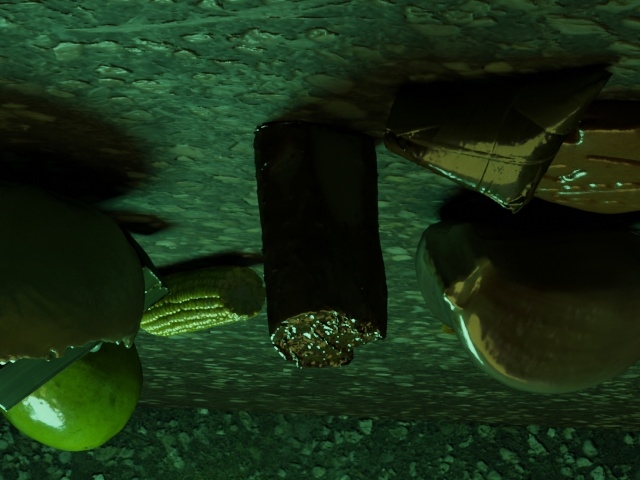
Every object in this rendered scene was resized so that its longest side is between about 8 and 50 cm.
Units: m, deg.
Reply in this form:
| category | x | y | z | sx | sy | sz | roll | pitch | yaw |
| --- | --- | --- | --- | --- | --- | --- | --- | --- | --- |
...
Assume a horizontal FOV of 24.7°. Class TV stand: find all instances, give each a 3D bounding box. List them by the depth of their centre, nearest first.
| category | x | y | z | sx | sy | sz | roll | pitch | yaw |
| --- | --- | --- | --- | --- | --- | --- | --- | --- | --- |
| TV stand | -0.337 | 0.100 | 1.921 | 0.269 | 0.088 | 0.083 | -36 | 142 | -2 |

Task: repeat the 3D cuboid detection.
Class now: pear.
| category | x | y | z | sx | sy | sz | roll | pitch | yaw |
| --- | --- | --- | --- | --- | --- | --- | --- | --- | --- |
| pear | -0.421 | 0.211 | 2.378 | 0.252 | 0.253 | 0.307 | -2 | 161 | 22 |

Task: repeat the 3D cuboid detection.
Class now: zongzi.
| category | x | y | z | sx | sy | sz | roll | pitch | yaw |
| --- | --- | --- | --- | --- | --- | --- | --- | --- | --- |
| zongzi | 0.151 | -0.118 | 1.317 | 0.160 | 0.078 | 0.176 | 19 | 139 | -8 |

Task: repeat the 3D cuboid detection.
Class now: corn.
| category | x | y | z | sx | sy | sz | roll | pitch | yaw |
| --- | --- | --- | --- | --- | --- | --- | --- | --- | --- |
| corn | -0.180 | 0.086 | 2.138 | 0.093 | 0.093 | 0.244 | 15 | 161 | -40 |

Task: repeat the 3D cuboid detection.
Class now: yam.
| category | x | y | z | sx | sy | sz | roll | pitch | yaw |
| --- | --- | --- | --- | --- | --- | --- | --- | --- | --- |
| yam | 0.000 | 0.001 | 1.481 | 0.129 | 0.238 | 0.128 | -5 | 159 | 6 |

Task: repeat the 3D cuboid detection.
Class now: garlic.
| category | x | y | z | sx | sy | sz | roll | pitch | yaw |
| --- | --- | --- | --- | --- | --- | --- | --- | --- | --- |
| garlic | 0.282 | 0.041 | 1.767 | 0.340 | 0.231 | 0.246 | -10 | 123 | -9 |

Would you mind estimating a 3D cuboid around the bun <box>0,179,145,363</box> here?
| category | x | y | z | sx | sy | sz | roll | pitch | yaw |
| --- | --- | --- | --- | --- | --- | --- | --- | --- | --- |
| bun | -0.385 | 0.030 | 1.707 | 0.364 | 0.202 | 0.364 | -2 | -176 | 0 |

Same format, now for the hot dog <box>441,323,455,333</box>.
| category | x | y | z | sx | sy | sz | roll | pitch | yaw |
| --- | --- | --- | --- | --- | --- | --- | --- | --- | --- |
| hot dog | 0.249 | 0.122 | 2.300 | 0.133 | 0.041 | 0.056 | -3 | 167 | -4 |

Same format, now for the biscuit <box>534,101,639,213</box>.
| category | x | y | z | sx | sy | sz | roll | pitch | yaw |
| --- | --- | --- | --- | --- | --- | --- | --- | --- | --- |
| biscuit | 0.297 | -0.071 | 1.488 | 0.283 | 0.043 | 0.306 | 1 | 166 | 12 |

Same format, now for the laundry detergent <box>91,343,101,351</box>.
| category | x | y | z | sx | sy | sz | roll | pitch | yaw |
| --- | --- | --- | --- | --- | --- | --- | --- | --- | --- |
| laundry detergent | -0.499 | 0.089 | 2.105 | 0.397 | 0.125 | 0.264 | 15 | 158 | -23 |
